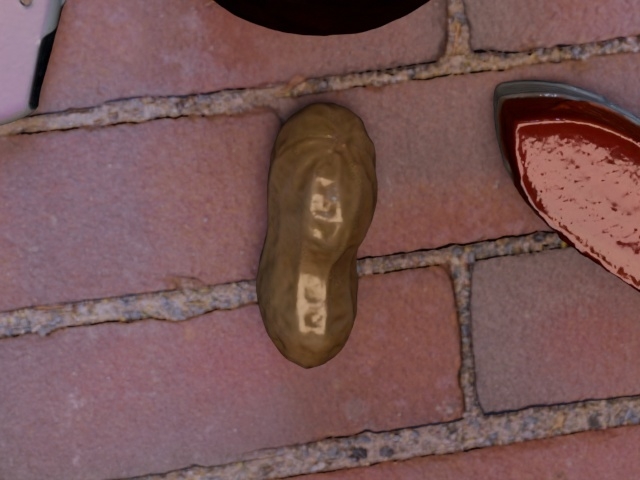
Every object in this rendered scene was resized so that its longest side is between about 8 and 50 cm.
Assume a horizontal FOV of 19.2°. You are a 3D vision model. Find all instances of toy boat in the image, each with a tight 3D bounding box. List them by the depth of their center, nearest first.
[{"bbox_3d":[0.307,-0.049,1.928,0.332,0.133,0.145,37,106,-7],"label":"toy boat"}]

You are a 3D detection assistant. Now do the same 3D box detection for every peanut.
[{"bbox_3d":[0.000,0.000,1.894,0.111,0.125,0.274,-5,111,-27],"label":"peanut"}]

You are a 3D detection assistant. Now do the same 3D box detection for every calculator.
[{"bbox_3d":[-0.326,-0.247,1.799,0.173,0.051,0.293,11,107,-10],"label":"calculator"}]

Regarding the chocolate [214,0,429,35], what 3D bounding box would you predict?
[{"bbox_3d":[0.010,-0.360,1.634,0.384,0.331,0.383,1,112,3],"label":"chocolate"}]
